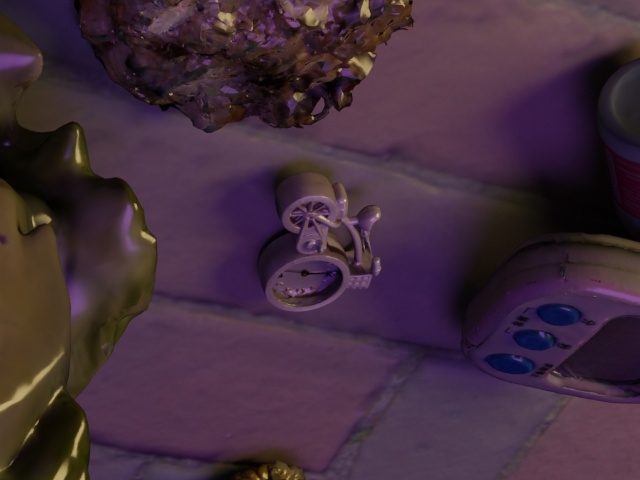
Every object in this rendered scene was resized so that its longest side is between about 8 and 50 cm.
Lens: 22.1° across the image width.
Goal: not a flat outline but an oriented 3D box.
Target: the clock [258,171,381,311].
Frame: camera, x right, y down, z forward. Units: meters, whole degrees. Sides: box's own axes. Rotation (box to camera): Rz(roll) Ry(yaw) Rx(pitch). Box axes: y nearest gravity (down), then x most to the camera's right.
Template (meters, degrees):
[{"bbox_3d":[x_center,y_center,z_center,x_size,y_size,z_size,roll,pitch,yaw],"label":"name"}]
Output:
[{"bbox_3d":[0.000,0.000,1.174,0.087,0.041,0.129,-8,140,-10],"label":"clock"}]

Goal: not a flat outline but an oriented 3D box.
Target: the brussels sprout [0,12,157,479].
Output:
[{"bbox_3d":[-0.305,0.093,0.900,0.342,0.425,0.361,42,135,-18],"label":"brussels sprout"}]

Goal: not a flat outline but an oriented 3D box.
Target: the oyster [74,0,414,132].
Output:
[{"bbox_3d":[-0.034,-0.155,0.975,0.198,0.092,0.259,12,130,-27],"label":"oyster"}]

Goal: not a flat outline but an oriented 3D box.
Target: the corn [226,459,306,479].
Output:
[{"bbox_3d":[-0.092,0.304,1.403,0.101,0.101,0.291,12,130,-31],"label":"corn"}]

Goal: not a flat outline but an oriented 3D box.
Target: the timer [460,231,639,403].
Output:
[{"bbox_3d":[0.214,0.061,1.242,0.191,0.069,0.208,13,153,-10],"label":"timer"}]

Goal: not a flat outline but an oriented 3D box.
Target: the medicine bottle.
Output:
[{"bbox_3d":[0.259,-0.039,1.205,0.090,0.090,0.216,-24,144,1],"label":"medicine bottle"}]
